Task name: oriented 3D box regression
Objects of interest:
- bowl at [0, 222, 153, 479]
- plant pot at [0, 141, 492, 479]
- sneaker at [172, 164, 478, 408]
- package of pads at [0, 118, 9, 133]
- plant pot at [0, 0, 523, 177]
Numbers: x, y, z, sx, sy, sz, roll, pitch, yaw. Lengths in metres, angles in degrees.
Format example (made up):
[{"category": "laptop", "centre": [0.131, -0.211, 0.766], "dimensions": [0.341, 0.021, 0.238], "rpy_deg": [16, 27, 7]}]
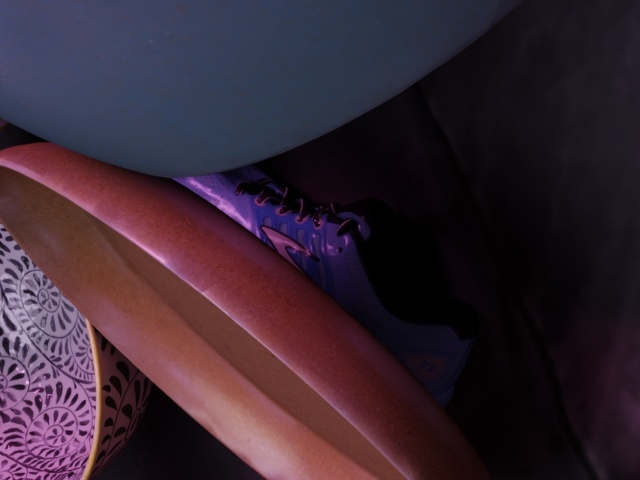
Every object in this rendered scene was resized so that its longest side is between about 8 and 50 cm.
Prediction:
[{"category": "bowl", "centre": [-0.126, 0.038, 0.810], "dimensions": [0.170, 0.080, 0.170], "rpy_deg": [13, 110, 41]}, {"category": "plant pot", "centre": [-0.022, 0.043, 0.626], "dimensions": [0.236, 0.032, 0.236], "rpy_deg": [37, 165, 12]}, {"category": "sneaker", "centre": [0.000, 0.000, 0.708], "dimensions": [0.162, 0.063, 0.073], "rpy_deg": [41, 123, 9]}, {"category": "package of pads", "centre": [-0.231, -0.146, 0.712], "dimensions": [0.229, 0.101, 0.296], "rpy_deg": [-40, 81, 42]}, {"category": "plant pot", "centre": [-0.048, -0.161, 0.514], "dimensions": [0.293, 0.293, 0.235], "rpy_deg": [-9, 124, 44]}]
